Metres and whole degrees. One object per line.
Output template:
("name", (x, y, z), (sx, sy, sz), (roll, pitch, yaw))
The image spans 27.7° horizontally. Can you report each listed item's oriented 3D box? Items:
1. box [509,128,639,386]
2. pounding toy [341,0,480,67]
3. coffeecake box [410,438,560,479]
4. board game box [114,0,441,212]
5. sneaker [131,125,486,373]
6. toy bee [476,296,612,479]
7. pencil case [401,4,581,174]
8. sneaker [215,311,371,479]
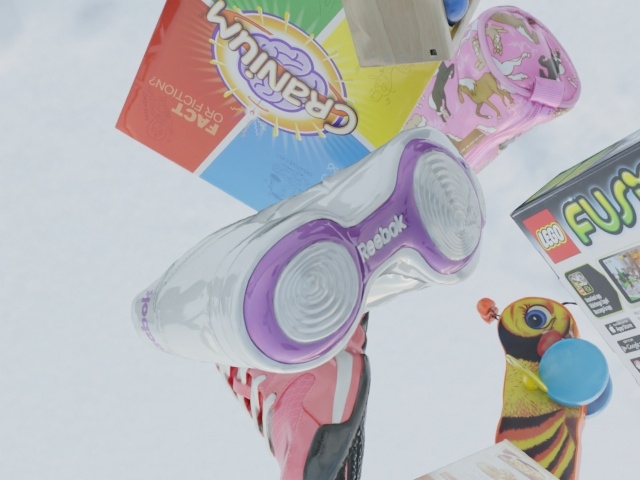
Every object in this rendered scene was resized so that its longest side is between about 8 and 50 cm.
("box", (0.157, 0.001, 0.472), (0.036, 0.114, 0.207), (-37, -179, -21))
("pounding toy", (0.079, -0.218, 0.937), (0.141, 0.100, 0.130), (-62, 143, -48))
("coffeecake box", (0.104, 0.249, 1.039), (0.185, 0.068, 0.142), (-4, 125, -60))
("board game box", (-0.021, -0.171, 1.155), (0.316, 0.242, 0.064), (-61, 179, 36))
("sneaker", (0.000, 0.000, 0.876), (0.305, 0.152, 0.114), (-24, 102, -49))
("toy bee", (0.235, 0.132, 1.388), (0.298, 0.162, 0.195), (-60, 155, -32))
("pencil case", (0.148, -0.125, 1.621), (0.160, 0.167, 0.386), (-28, 167, -49))
("sneaker", (-0.032, 0.102, 1.003), (0.136, 0.314, 0.116), (3, 124, 0))
